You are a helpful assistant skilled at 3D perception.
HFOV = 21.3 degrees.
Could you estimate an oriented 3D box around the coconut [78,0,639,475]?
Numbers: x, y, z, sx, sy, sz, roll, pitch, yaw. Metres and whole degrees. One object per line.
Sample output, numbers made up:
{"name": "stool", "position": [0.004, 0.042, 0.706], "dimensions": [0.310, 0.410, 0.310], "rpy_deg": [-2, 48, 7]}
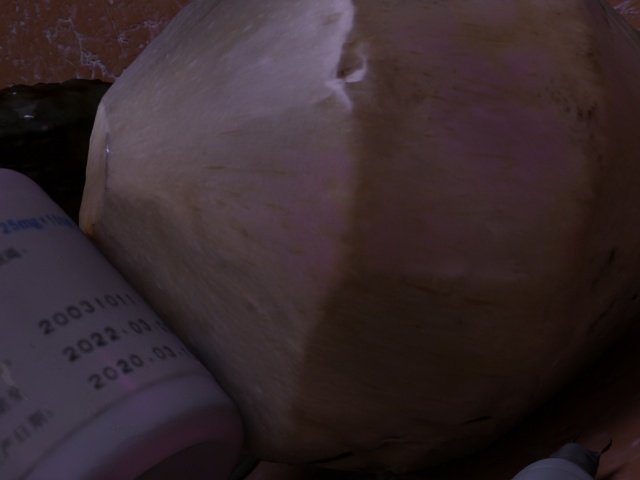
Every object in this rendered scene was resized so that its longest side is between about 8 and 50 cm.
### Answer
{"name": "coconut", "position": [0.029, -0.028, 1.015], "dimensions": [0.352, 0.353, 0.352], "rpy_deg": [-30, 13, 7]}

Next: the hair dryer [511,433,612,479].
{"name": "hair dryer", "position": [0.070, 0.160, 0.717], "dimensions": [0.173, 0.108, 0.357], "rpy_deg": [-25, 5, 25]}

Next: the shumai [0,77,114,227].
{"name": "shumai", "position": [-0.258, 0.077, 1.223], "dimensions": [0.395, 0.348, 0.395], "rpy_deg": [-14, -4, -1]}

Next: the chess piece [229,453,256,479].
{"name": "chess piece", "position": [-0.094, 0.120, 1.166], "dimensions": [0.067, 0.103, 0.067], "rpy_deg": [-29, 12, 7]}

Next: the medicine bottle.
{"name": "medicine bottle", "position": [-0.190, 0.055, 0.943], "dimensions": [0.170, 0.293, 0.170], "rpy_deg": [-36, -22, -17]}
